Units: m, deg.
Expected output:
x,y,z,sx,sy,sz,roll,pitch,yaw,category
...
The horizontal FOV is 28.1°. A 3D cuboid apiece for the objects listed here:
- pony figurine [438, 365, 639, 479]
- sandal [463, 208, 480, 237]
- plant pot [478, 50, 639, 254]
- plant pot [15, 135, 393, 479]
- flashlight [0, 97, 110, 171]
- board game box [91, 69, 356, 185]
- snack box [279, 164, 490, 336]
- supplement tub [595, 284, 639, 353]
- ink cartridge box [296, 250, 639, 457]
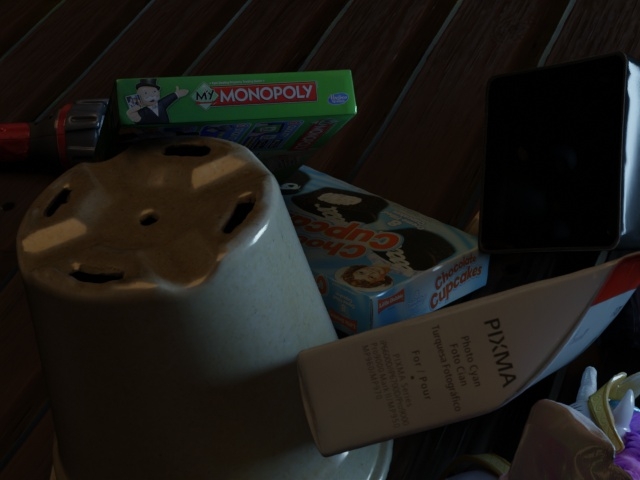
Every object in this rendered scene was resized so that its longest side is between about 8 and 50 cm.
x,y,z,sx,sy,sz,roll,pitch,yaw,category
0.133,0.238,0.929,0.363,0.303,0.351,-24,25,-1,pony figurine
0.247,-0.056,1.435,0.079,0.088,0.240,37,60,7,sandal
0.287,-0.074,1.299,0.167,0.188,0.187,6,-6,-37,plant pot
-0.120,0.088,1.135,0.333,0.305,0.334,-8,37,6,plant pot
-0.412,-0.130,1.672,0.304,0.103,0.103,-1,41,12,flashlight
-0.109,-0.099,1.266,0.213,0.046,0.317,-5,-8,-15,board game box
0.000,0.000,1.385,0.322,0.060,0.187,25,34,38,snack box
0.357,0.056,1.212,0.198,0.106,0.106,-7,37,7,supplement tub
0.210,0.071,1.038,0.385,0.091,0.308,-16,-6,19,ink cartridge box
